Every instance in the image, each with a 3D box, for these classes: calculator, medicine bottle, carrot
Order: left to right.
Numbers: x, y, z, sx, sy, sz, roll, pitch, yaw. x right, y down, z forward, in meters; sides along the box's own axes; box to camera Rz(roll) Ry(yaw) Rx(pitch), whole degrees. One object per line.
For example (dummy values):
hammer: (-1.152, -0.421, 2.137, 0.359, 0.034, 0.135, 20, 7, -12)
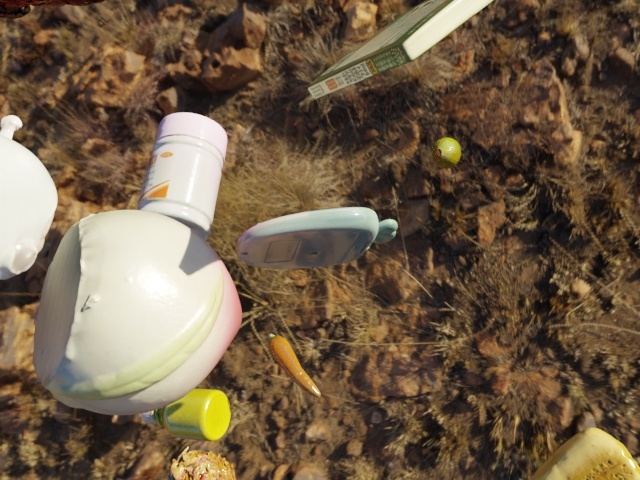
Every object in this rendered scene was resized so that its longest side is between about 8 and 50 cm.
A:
medicine bottle: (-0.376, -0.165, 1.596, 0.202, 0.202, 0.316, -3, 63, 19)
medicine bottle: (-0.343, 0.432, 1.461, 0.212, 0.122, 0.122, -4, 77, 25)
carrot: (-0.046, 0.197, 0.924, 0.035, 0.035, 0.142, -47, 50, 4)
calculator: (0.000, 0.000, 1.030, 0.298, 0.185, 0.041, -4, 65, -17)

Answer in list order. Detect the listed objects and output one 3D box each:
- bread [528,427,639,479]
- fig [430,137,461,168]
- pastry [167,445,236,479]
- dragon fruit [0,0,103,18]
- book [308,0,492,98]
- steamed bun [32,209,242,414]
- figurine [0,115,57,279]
bread: (0.378, 0.359, 0.828, 0.173, 0.085, 0.134, -45, 63, 12)
fig: (0.298, -0.209, 1.396, 0.073, 0.088, 0.074, 4, 99, 27)
pastry: (-0.164, 0.328, 0.815, 0.087, 0.169, 0.063, -5, 64, -2)
dragon fruit: (-0.240, -0.327, 0.424, 0.329, 0.329, 0.330, -4, 76, 18)
book: (0.108, -0.260, 0.729, 0.202, 0.264, 0.027, -40, 108, -16)
steamed bun: (-0.245, 0.109, 0.863, 0.309, 0.309, 0.310, -4, 76, 18)
figurine: (-0.503, -0.027, 0.796, 0.253, 0.361, 0.211, 33, 110, -13)
